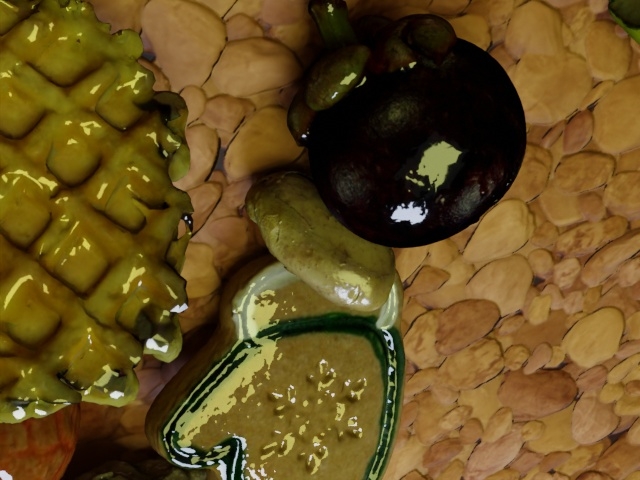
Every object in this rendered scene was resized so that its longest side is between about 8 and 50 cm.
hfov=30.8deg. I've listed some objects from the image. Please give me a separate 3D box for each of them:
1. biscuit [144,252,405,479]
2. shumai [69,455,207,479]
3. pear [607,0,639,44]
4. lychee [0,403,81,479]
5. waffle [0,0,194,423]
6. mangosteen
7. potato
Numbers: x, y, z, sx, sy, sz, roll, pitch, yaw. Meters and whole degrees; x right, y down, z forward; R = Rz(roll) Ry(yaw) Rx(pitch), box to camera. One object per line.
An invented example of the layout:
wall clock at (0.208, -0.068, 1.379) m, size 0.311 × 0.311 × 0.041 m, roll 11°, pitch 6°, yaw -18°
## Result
biscuit at (-0.039, 0.170, 1.215) m, size 0.287 × 0.057 × 0.344 m, roll -3°, pitch 108°, yaw -27°
shumai at (-0.197, 0.302, 1.251) m, size 0.175 × 0.166 × 0.206 m, roll -35°, pitch 176°, yaw -45°
pear at (0.461, -0.262, 1.139) m, size 0.292 × 0.159 × 0.292 m, roll -13°, pitch 126°, yaw -18°
lychee at (-0.338, 0.148, 1.019) m, size 0.255 × 0.255 × 0.300 m, roll 16°, pitch 98°, yaw -30°
waffle at (-0.288, -0.034, 0.905) m, size 0.382 × 0.095 × 0.380 m, roll -1°, pitch 79°, yaw -19°
mangosteen at (0.066, -0.117, 1.055) m, size 0.211 × 0.211 × 0.250 m, roll -39°, pitch 101°, yaw 4°
potato at (0.000, 0.000, 1.123) m, size 0.170 × 0.107 × 0.080 m, roll 34°, pitch 129°, yaw 1°
